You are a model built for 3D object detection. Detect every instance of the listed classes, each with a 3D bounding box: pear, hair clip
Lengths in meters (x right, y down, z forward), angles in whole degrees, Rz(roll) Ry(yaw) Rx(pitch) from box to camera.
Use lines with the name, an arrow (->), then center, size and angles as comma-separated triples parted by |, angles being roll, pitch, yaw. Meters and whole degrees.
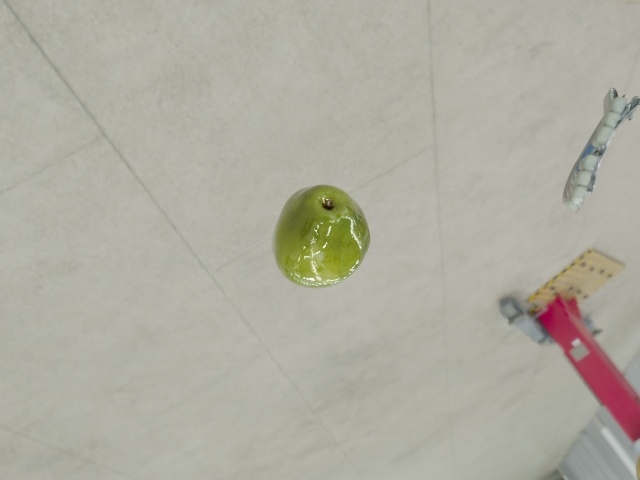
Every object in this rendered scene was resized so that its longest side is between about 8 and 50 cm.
pear -> 0.000, 0.000, 0.669 | 0.092, 0.092, 0.097 | -19, 159, -25
hair clip -> 0.411, -0.127, 1.141 | 0.220, 0.054, 0.140 | -61, 173, -12

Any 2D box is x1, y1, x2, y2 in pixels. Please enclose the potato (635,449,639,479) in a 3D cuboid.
potato -> 0.190, 0.115, 0.359 | 0.068, 0.083, 0.062 | -59, 163, -5
